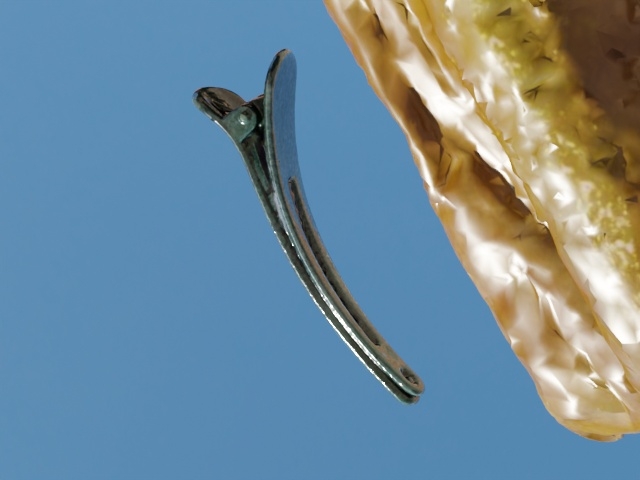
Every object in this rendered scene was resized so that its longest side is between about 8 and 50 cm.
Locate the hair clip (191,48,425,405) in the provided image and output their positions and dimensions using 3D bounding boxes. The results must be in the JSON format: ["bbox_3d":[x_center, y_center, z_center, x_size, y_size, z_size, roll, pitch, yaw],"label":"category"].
[{"bbox_3d":[0.000,0.000,0.953,0.229,0.070,0.039,64,-151,-9],"label":"hair clip"}]

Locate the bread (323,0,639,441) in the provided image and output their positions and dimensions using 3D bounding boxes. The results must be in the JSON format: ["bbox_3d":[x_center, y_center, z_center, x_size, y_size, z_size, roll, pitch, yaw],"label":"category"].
[{"bbox_3d":[0.052,-0.093,0.358,0.139,0.077,0.271,-33,-82,-43],"label":"bread"}]
